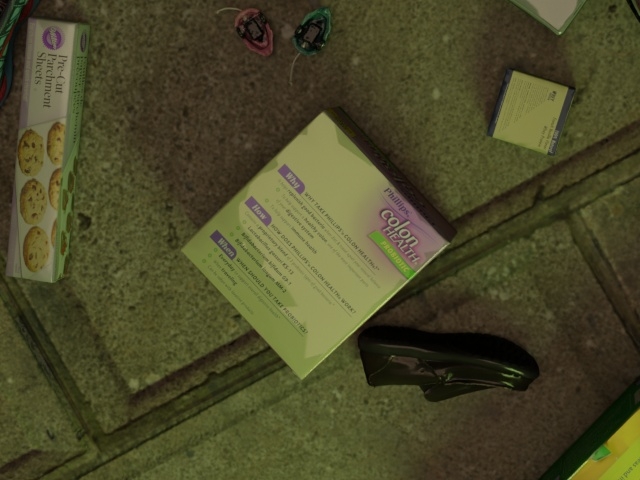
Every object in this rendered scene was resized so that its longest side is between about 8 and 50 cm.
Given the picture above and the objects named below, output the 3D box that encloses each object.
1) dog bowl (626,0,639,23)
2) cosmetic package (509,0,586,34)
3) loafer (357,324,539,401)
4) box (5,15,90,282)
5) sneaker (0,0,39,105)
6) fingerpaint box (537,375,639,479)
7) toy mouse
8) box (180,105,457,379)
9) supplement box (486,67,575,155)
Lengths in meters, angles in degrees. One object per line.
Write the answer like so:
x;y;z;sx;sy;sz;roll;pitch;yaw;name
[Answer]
0.497;-0.333;1.663;0.408;0.150;0.407;0;91;-7;dog bowl
0.215;-0.349;1.780;0.238;0.107;0.127;37;101;0;cosmetic package
0.152;0.154;1.873;0.220;0.080;0.078;8;108;14;loafer
-0.336;-0.111;1.921;0.067;0.063;0.324;9;98;7;box
-0.423;-0.250;1.887;0.104;0.125;0.261;23;100;7;sneaker
0.430;0.371;1.803;0.371;0.163;0.445;42;102;3;fingerpaint box
-0.042;-0.256;1.869;0.161;0.031;0.143;-10;95;11;toy mouse
0.000;0.000;1.852;0.243;0.117;0.213;-44;88;13;box
0.246;-0.151;1.821;0.083;0.056;0.083;18;100;7;supplement box
